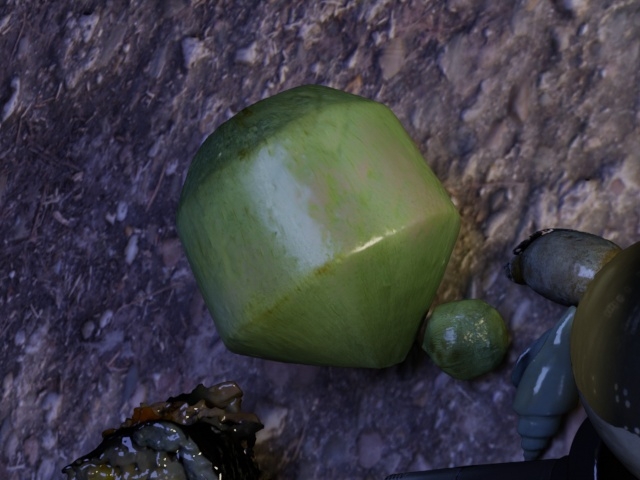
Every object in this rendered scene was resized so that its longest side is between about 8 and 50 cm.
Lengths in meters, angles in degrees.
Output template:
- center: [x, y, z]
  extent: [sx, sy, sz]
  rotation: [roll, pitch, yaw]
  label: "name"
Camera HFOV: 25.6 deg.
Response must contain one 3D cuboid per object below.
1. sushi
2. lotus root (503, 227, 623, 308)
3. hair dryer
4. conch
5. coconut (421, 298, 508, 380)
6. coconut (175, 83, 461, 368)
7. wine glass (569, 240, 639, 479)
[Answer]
- center: [-0.167, 0.286, 1.617]
  extent: [0.239, 0.219, 0.225]
  rotation: [-7, 100, 7]
  label: "sushi"
- center: [0.260, 0.029, 1.474]
  extent: [0.165, 0.088, 0.088]
  rotation: [17, 80, 50]
  label: "lotus root"
- center: [0.153, 0.284, 1.328]
  extent: [0.320, 0.284, 0.155]
  rotation: [-17, 104, 34]
  label: "hair dryer"
- center: [0.234, 0.152, 1.453]
  extent: [0.065, 0.088, 0.180]
  rotation: [16, 94, -2]
  label: "conch"
- center: [0.153, 0.106, 1.516]
  extent: [0.096, 0.088, 0.087]
  rotation: [-19, 59, 24]
  label: "coconut"
- center: [0.000, 0.000, 1.558]
  extent: [0.329, 0.281, 0.328]
  rotation: [-1, 75, 2]
  label: "coconut"
- center: [0.358, 0.121, 1.191]
  extent: [0.238, 0.323, 0.238]
  rotation: [-14, 63, 31]
  label: "wine glass"
